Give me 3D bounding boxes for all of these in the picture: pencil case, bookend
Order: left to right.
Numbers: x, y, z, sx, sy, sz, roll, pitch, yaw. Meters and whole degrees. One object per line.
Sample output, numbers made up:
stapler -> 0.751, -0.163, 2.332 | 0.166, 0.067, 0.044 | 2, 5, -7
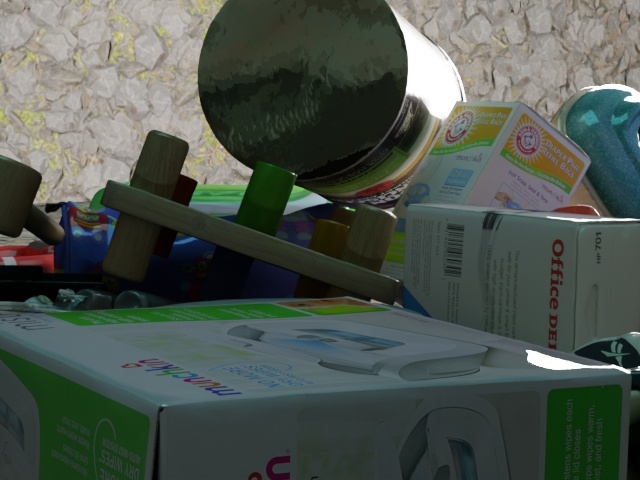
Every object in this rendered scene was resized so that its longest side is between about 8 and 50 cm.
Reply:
bookend -> -0.258, 0.063, 1.579 | 0.156, 0.072, 0.157 | 1, 5, 0
pencil case -> -0.117, 0.022, 1.753 | 0.306, 0.119, 0.133 | 0, 21, -12

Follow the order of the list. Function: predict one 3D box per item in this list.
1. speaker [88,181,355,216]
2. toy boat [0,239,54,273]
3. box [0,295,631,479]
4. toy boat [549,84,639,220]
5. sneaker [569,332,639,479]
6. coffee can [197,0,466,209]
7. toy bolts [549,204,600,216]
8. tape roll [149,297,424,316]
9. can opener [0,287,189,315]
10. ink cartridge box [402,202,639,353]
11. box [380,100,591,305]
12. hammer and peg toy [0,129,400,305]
speaker -> -0.107, -0.004, 2.009 | 0.296, 0.131, 0.131 | 1, 5, 12
toy boat -> -0.363, 0.002, 1.801 | 0.231, 0.151, 0.151 | -3, 6, -28
box -> -0.026, 0.108, 0.843 | 0.231, 0.126, 0.262 | -1, 6, -27
toy boat -> 0.316, -0.018, 1.749 | 0.148, 0.267, 0.318 | -37, 5, 39
sneaker -> 0.176, 0.103, 1.018 | 0.153, 0.094, 0.235 | 6, 11, -34
coffee can -> 0.018, -0.142, 1.739 | 0.201, 0.201, 0.275 | 1, -4, 16
toy bolts -> 0.297, 0.055, 1.456 | 0.228, 0.218, 0.158 | -14, -33, 29
tape roll -> -0.032, 0.090, 1.297 | 0.219, 0.072, 0.219 | 1, 5, 0
can opener -> -0.163, 0.087, 1.411 | 0.076, 0.095, 0.283 | 2, -7, 23
ink cartridge box -> 0.154, 0.046, 1.392 | 0.082, 0.139, 0.191 | -2, 6, -41
box -> 0.146, -0.023, 1.688 | 0.103, 0.203, 0.114 | 36, -12, -27
hammer and peg toy -> -0.117, -0.019, 1.545 | 0.361, 0.127, 0.266 | 19, -1, -5
